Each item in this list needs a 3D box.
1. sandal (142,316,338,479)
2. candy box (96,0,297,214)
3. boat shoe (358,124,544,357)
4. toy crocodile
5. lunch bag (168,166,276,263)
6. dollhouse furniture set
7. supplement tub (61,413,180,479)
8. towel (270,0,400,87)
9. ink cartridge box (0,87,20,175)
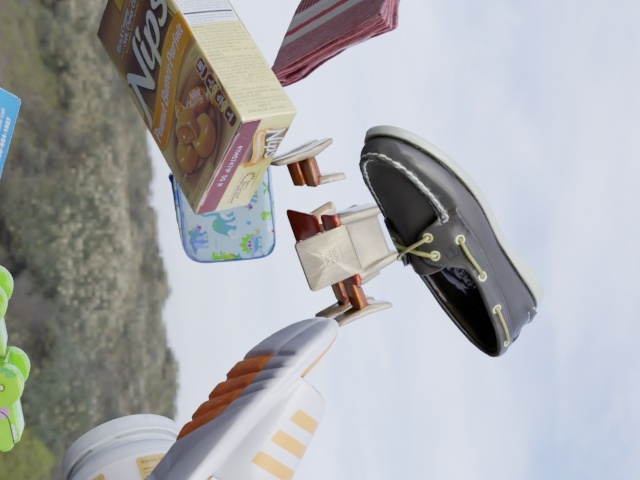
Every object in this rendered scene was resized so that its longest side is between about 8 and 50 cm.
[{"bbox_3d":[-0.068,0.168,0.847,0.076,0.265,0.102,45,-12,-14],"label":"sandal"},{"bbox_3d":[-0.163,-0.212,1.457,0.316,0.087,0.183,59,-39,23],"label":"candy box"},{"bbox_3d":[0.101,0.004,0.937,0.081,0.228,0.069,-3,-133,50],"label":"boat shoe"},{"bbox_3d":[-0.497,0.147,1.716,0.115,0.105,0.341,-118,-160,-72],"label":"toy crocodile"},{"bbox_3d":[-0.168,-0.074,2.014,0.090,0.176,0.219,-102,-173,-67],"label":"lunch bag"},{"bbox_3d":[0.000,0.000,1.658,0.262,0.135,0.259,70,-14,-10],"label":"dollhouse furniture set"},{"bbox_3d":[-0.156,0.276,1.074,0.144,0.144,0.200,98,-27,-46],"label":"supplement tub"},{"bbox_3d":[0.053,-0.370,1.641,0.237,0.037,0.329,-20,-141,44],"label":"towel"},{"bbox_3d":[-0.564,-0.101,1.284,0.166,0.395,0.286,-3,-111,39],"label":"ink cartridge box"}]
